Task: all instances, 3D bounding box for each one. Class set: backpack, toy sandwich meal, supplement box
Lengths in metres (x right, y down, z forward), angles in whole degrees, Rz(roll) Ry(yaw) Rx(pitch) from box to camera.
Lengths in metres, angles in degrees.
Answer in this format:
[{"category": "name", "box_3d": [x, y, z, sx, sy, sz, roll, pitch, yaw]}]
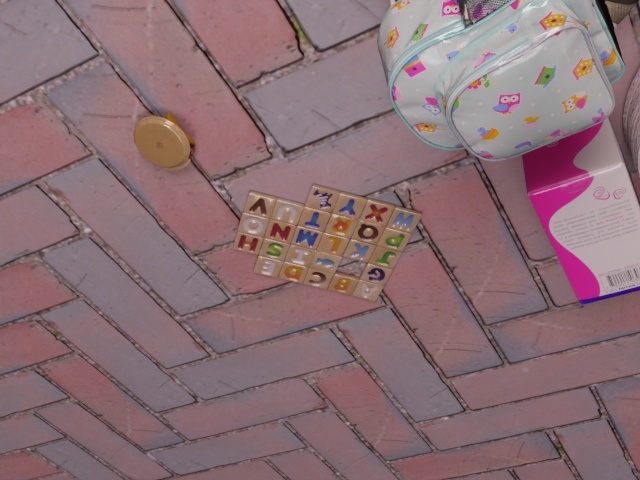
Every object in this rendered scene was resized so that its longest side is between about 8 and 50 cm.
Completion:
[{"category": "backpack", "box_3d": [0.147, -0.153, 0.648, 0.189, 0.144, 0.166, -18, 149, 27]}, {"category": "toy sandwich meal", "box_3d": [-0.198, -0.128, 0.976, 0.086, 0.029, 0.085, 10, 132, 11]}, {"category": "supplement box", "box_3d": [0.341, -0.037, 0.954, 0.111, 0.113, 0.220, -18, 132, 23]}]

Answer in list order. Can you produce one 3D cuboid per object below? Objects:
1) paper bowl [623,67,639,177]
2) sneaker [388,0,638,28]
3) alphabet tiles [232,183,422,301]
[{"category": "paper bowl", "box_3d": [0.492, -0.120, 0.833, 0.285, 0.148, 0.284, 4, 136, 3]}, {"category": "sneaker", "box_3d": [0.086, -0.268, 0.705, 0.448, 0.169, 0.257, 22, 131, -19]}, {"category": "alphabet tiles", "box_3d": [0.000, 0.000, 1.099, 0.237, 0.009, 0.198, 14, 135, -9]}]
